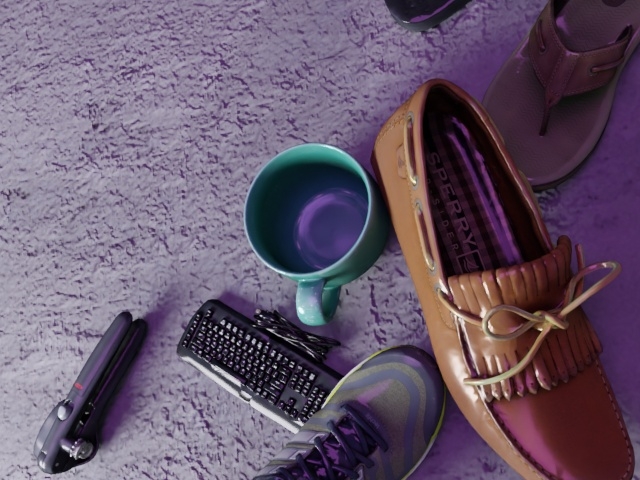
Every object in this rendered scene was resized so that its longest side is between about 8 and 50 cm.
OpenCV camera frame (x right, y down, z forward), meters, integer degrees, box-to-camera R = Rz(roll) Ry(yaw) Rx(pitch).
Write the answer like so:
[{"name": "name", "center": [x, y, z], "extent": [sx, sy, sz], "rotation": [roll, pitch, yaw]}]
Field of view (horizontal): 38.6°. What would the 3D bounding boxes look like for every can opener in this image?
[{"name": "can opener", "center": [-0.241, 0.158, 0.954], "extent": [0.073, 0.059, 0.186], "rotation": [28, 87, 23]}]

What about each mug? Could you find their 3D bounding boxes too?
[{"name": "mug", "center": [-0.005, -0.008, 0.893], "extent": [0.129, 0.097, 0.158], "rotation": [31, 89, 22]}]

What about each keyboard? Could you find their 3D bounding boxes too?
[{"name": "keyboard", "center": [-0.057, 0.116, 0.913], "extent": [0.192, 0.038, 0.100], "rotation": [28, 87, 22]}]

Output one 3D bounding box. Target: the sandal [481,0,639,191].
[{"name": "sandal", "center": [0.241, -0.189, 0.859], "extent": [0.120, 0.086, 0.303], "rotation": [30, 88, 23]}]

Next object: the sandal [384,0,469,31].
[{"name": "sandal", "center": [0.174, -0.312, 0.930], "extent": [0.254, 0.054, 0.097], "rotation": [-42, 67, 5]}]

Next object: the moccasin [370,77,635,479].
[{"name": "moccasin", "center": [0.163, 0.037, 0.782], "extent": [0.139, 0.147, 0.380], "rotation": [-13, 74, -13]}]

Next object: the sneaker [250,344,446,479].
[{"name": "sneaker", "center": [0.001, 0.217, 0.815], "extent": [0.111, 0.121, 0.300], "rotation": [40, 94, 11]}]
